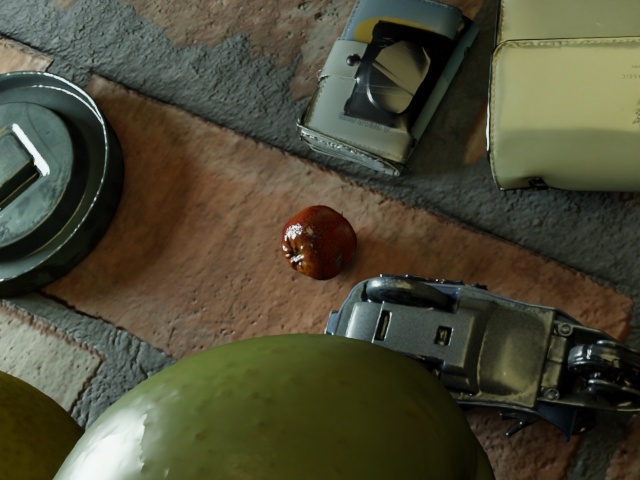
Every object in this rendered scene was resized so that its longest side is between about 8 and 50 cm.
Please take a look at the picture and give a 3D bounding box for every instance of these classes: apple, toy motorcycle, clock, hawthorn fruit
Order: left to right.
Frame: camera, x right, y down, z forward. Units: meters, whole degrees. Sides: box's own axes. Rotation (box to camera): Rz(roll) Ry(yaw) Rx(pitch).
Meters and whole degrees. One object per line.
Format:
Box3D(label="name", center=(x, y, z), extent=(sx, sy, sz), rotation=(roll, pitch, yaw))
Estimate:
Box3D(label="clock", center=(-0.416, -0.077, 1.456), extent=(0.318, 0.066, 0.319), rotation=(-6, 66, 14))
Box3D(label="apple", center=(-0.044, 0.314, 0.963), extent=(0.473, 0.473, 0.474), rotation=(-6, 65, 14))
Box3D(label="hawthorn fruit", center=(0.000, 0.000, 1.287), extent=(0.093, 0.093, 0.093), rotation=(-6, 65, 14))
Box3D(label="toy motorcycle", center=(0.176, 0.126, 1.111), extent=(0.358, 0.212, 0.125), rotation=(9, 70, 25))

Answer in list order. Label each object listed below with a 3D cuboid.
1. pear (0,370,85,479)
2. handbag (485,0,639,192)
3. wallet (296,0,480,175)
Box3D(label="pear", center=(-0.421, 0.299, 1.137), extent=(0.418, 0.362, 0.362), rotation=(-7, 65, 21))
Box3D(label="handbag", center=(0.374, -0.166, 1.202), extent=(0.358, 0.160, 0.237), rotation=(2, 75, 18))
Box3D(label="wallet", center=(0.079, -0.205, 1.359), extent=(0.170, 0.069, 0.231), rotation=(23, 77, 20))
